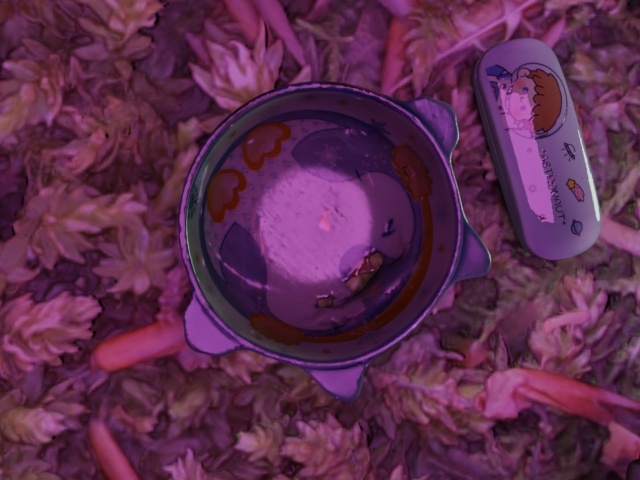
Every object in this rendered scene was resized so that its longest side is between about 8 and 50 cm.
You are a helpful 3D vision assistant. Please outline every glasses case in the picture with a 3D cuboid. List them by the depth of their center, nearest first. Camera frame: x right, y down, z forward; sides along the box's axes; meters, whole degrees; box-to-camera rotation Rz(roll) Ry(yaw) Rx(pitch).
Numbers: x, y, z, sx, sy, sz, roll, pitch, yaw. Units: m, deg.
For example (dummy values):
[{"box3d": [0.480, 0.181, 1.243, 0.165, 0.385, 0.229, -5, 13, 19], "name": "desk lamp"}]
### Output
[{"box3d": [0.172, -0.072, 0.785, 0.067, 0.045, 0.178, -17, 92, -9], "name": "glasses case"}]

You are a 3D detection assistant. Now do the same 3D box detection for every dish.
[{"box3d": [0.000, 0.000, 0.739, 0.236, 0.086, 0.227, -19, 94, -9], "name": "dish"}]

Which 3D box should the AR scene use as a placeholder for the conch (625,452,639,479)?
[{"box3d": [0.257, 0.335, 0.704, 0.250, 0.197, 0.367, 2, 124, 21], "name": "conch"}]
